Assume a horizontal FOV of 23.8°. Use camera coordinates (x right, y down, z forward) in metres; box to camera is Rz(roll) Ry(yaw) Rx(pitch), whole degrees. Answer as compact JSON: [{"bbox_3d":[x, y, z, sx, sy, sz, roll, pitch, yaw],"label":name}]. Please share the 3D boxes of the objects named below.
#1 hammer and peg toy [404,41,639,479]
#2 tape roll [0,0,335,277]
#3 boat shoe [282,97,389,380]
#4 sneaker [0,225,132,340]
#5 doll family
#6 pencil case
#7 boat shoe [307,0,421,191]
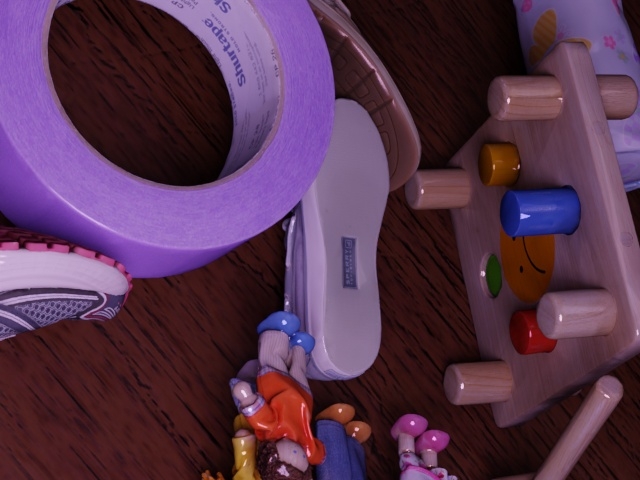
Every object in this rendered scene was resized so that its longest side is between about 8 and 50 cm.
[{"bbox_3d":[0.194,0.050,1.231,0.127,0.266,0.361,-2,68,-21],"label":"hammer and peg toy"},{"bbox_3d":[-0.129,-0.115,1.125,0.274,0.090,0.275,8,71,-26],"label":"tape roll"},{"bbox_3d":[0.001,0.001,1.209,0.079,0.081,0.228,12,72,-36],"label":"boat shoe"},{"bbox_3d":[-0.255,0.050,0.970,0.299,0.121,0.112,-7,102,-43],"label":"sneaker"},{"bbox_3d":[-0.001,0.188,1.114,0.263,0.118,0.163,38,35,-33],"label":"doll family"},{"bbox_3d":[0.265,-0.179,1.512,0.124,0.113,0.273,10,62,-46],"label":"pencil case"},{"bbox_3d":[-0.017,-0.173,1.278,0.302,0.109,0.098,48,30,-5],"label":"boat shoe"}]
